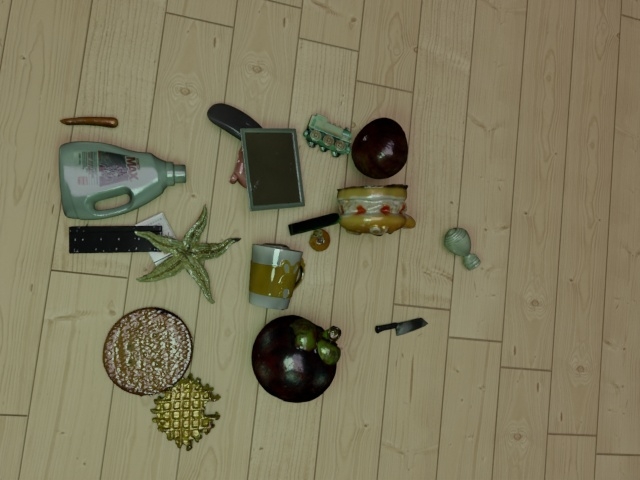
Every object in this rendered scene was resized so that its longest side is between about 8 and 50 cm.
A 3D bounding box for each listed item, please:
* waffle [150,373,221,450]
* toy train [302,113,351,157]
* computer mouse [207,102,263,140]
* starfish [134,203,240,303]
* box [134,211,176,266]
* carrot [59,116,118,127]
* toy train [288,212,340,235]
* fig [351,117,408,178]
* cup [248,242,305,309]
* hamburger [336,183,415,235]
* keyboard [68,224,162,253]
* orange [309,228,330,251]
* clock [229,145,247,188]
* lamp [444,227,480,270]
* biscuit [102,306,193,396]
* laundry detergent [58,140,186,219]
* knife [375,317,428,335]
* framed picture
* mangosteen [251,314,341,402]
[{"bbox_3d":[-0.469,0.595,1.734,0.231,0.051,0.229,43,81,-7],"label":"waffle"},{"bbox_3d":[0.033,-0.403,1.903,0.193,0.081,0.125,19,78,-11],"label":"toy train"},{"bbox_3d":[-0.302,-0.425,1.813,0.232,0.057,0.120,32,45,-9],"label":"computer mouse"},{"bbox_3d":[-0.468,0.032,1.722,0.357,0.078,0.347,34,69,-24],"label":"starfish"},{"bbox_3d":[-0.563,0.010,1.755,0.109,0.029,0.198,-28,93,-14],"label":"box"},{"bbox_3d":[-0.802,-0.413,1.721,0.190,0.037,0.037,0,87,-10],"label":"carrot"},{"bbox_3d":[-0.017,-0.062,1.833,0.209,0.042,0.044,-13,91,21],"label":"toy train"},{"bbox_3d":[0.232,-0.342,1.868,0.214,0.235,0.235,25,81,-11],"label":"fig"},{"bbox_3d":[-0.148,0.127,1.791,0.241,0.185,0.226,11,89,-44],"label":"cup"},{"bbox_3d":[0.208,-0.108,1.847,0.302,0.260,0.187,-6,93,-40],"label":"hamburger"},{"bbox_3d":[-0.704,-0.007,1.707,0.309,0.018,0.101,-1,90,-7],"label":"keyboard"},{"bbox_3d":[0.000,0.000,1.878,0.086,0.062,0.086,0,89,-16],"label":"orange"},{"bbox_3d":[-0.237,-0.255,1.821,0.162,0.092,0.166,18,82,-15],"label":"clock"},{"bbox_3d":[0.575,0.031,2.004,0.106,0.106,0.193,-44,106,-12],"label":"lamp"},{"bbox_3d":[-0.592,0.381,1.709,0.305,0.038,0.306,2,80,-9],"label":"biscuit"},{"bbox_3d":[-0.665,-0.206,1.698,0.397,0.124,0.264,-3,86,-16],"label":"laundry detergent"},{"bbox_3d":[0.324,0.345,1.960,0.230,0.028,0.060,-8,101,-17],"label":"knife"},{"bbox_3d":[-0.173,-0.260,1.800,0.232,0.019,0.297,-7,92,-33],"label":"framed picture"},{"bbox_3d":[-0.068,0.380,1.700,0.306,0.306,0.360,34,106,-10],"label":"mangosteen"}]
